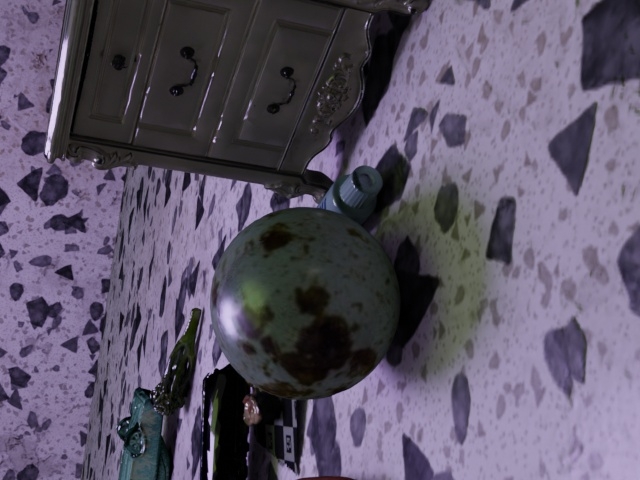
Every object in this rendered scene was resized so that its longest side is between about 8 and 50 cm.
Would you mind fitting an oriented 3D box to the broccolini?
[{"bbox_3d":[-0.242,0.219,1.566,0.068,0.091,0.202,32,107,21],"label":"broccolini"}]

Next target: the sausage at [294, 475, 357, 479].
[{"bbox_3d":[0.002,0.253,0.838,0.154,0.062,0.062,146,129,-65],"label":"sausage"}]

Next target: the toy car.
[{"bbox_3d":[-0.338,0.445,1.670,0.141,0.097,0.320,180,98,-70],"label":"toy car"}]

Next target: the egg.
[{"bbox_3d":[-0.015,0.051,0.807,0.231,0.169,0.169,-110,31,-78],"label":"egg"}]

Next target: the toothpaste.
[{"bbox_3d":[0.000,0.000,0.972,0.297,0.048,0.074,128,138,-60],"label":"toothpaste"}]

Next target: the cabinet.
[{"bbox_3d":[-0.102,-0.224,0.929,0.227,0.318,0.290,-99,26,-43],"label":"cabinet"}]

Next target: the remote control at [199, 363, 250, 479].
[{"bbox_3d":[-0.126,0.358,1.117,0.144,0.062,0.398,82,-172,-74],"label":"remote control"}]

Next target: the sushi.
[{"bbox_3d":[-0.075,0.161,1.084,0.193,0.040,0.210,180,90,-71],"label":"sushi"}]
